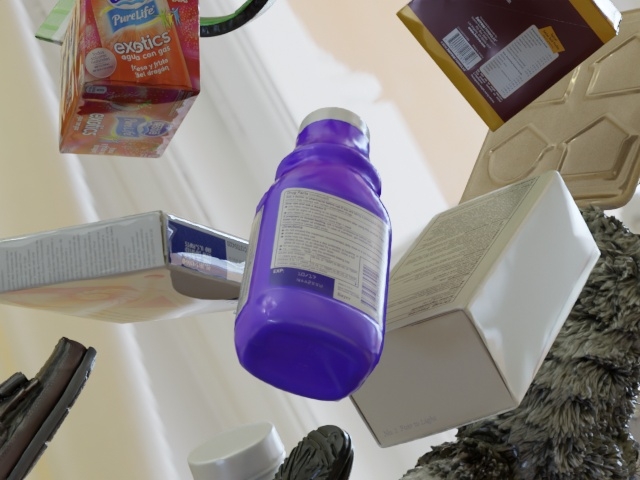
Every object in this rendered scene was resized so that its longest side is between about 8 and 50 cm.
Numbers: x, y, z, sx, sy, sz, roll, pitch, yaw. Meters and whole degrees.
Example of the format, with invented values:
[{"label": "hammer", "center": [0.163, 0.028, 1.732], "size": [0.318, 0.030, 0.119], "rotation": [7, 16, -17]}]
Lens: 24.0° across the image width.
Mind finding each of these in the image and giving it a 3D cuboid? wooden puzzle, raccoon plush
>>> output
[{"label": "wooden puzzle", "center": [0.354, -0.162, 2.021], "size": [0.322, 0.080, 0.348], "rotation": [-3, 54, 54]}, {"label": "raccoon plush", "center": [0.270, 0.145, 1.664], "size": [0.446, 0.216, 0.299], "rotation": [-33, -38, -61]}]

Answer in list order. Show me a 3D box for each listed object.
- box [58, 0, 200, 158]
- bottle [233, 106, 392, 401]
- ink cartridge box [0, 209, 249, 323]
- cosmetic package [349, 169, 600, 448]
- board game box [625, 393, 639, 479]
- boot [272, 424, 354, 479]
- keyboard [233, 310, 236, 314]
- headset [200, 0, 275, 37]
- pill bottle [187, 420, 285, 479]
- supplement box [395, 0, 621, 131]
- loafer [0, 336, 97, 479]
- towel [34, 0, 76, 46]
[{"label": "box", "center": [-0.208, -0.183, 1.609], "size": [0.122, 0.128, 0.257], "rotation": [2, -13, -15]}, {"label": "bottle", "center": [0.000, 0.000, 1.253], "size": [0.283, 0.118, 0.092], "rotation": [-84, 20, -47]}, {"label": "ink cartridge box", "center": [-0.238, 0.044, 1.665], "size": [0.330, 0.072, 0.324], "rotation": [-10, -12, 22]}, {"label": "cosmetic package", "center": [0.147, 0.059, 1.462], "size": [0.160, 0.113, 0.309], "rotation": [-21, 16, 34]}, {"label": "board game box", "center": [0.501, 0.423, 2.180], "size": [0.390, 0.390, 0.050], "rotation": [-22, -3, -23]}, {"label": "boot", "center": [0.022, 0.375, 1.933], "size": [0.246, 0.207, 0.094], "rotation": [-59, 33, 1]}, {"label": "keyboard", "center": [0.023, 0.097, 1.858], "size": [0.256, 0.014, 0.072], "rotation": [4, 7, 10]}, {"label": "headset", "center": [-0.209, -0.435, 1.890], "size": [0.243, 0.394, 0.185], "rotation": [-39, -1, 26]}, {"label": "pill bottle", "center": [-0.067, 0.421, 2.090], "size": [0.176, 0.319, 0.176], "rotation": [-20, 9, 4]}, {"label": "supplement box", "center": [0.234, -0.276, 1.843], "size": [0.194, 0.191, 0.129], "rotation": [-38, 5, 21]}, {"label": "loafer", "center": [-0.324, 0.210, 1.420], "size": [0.303, 0.095, 0.109], "rotation": [-59, 7, -16]}, {"label": "towel", "center": [-0.303, -0.300, 2.063], "size": [0.113, 0.152, 0.023], "rotation": [-60, -28, -27]}]
